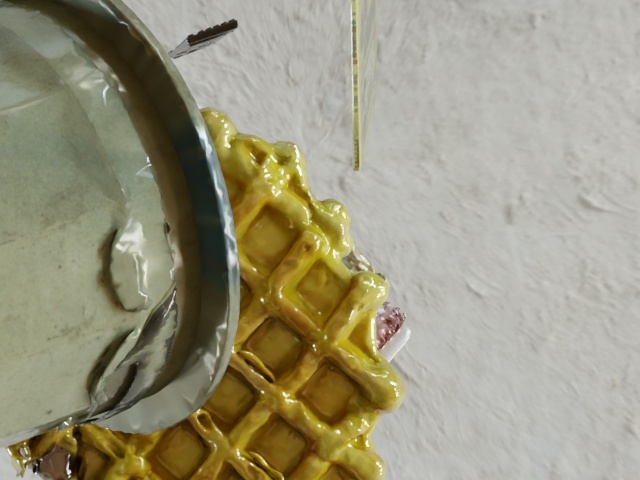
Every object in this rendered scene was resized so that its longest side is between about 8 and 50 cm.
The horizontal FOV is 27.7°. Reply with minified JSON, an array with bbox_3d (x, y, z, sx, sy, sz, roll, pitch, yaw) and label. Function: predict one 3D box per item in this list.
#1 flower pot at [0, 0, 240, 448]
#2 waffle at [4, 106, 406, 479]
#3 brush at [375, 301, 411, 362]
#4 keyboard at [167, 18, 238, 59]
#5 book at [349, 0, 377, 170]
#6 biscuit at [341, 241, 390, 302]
[{"bbox_3d":[-0.173,0.016,0.500,0.202,0.212,0.212,-26,94,-39],"label":"flower pot"},{"bbox_3d":[-0.098,0.062,0.704,0.283,0.065,0.310,-5,86,-4],"label":"waffle"},{"bbox_3d":[-0.039,0.150,0.994,0.060,0.050,0.321,37,59,13],"label":"brush"},{"bbox_3d":[-0.137,-0.228,1.481,0.061,0.204,0.013,-22,98,-10],"label":"keyboard"},{"bbox_3d":[0.044,-0.195,1.341,0.013,0.168,0.192,3,124,7],"label":"book"},{"bbox_3d":[0.001,-0.001,1.288,0.176,0.228,0.031,36,77,24],"label":"biscuit"}]
